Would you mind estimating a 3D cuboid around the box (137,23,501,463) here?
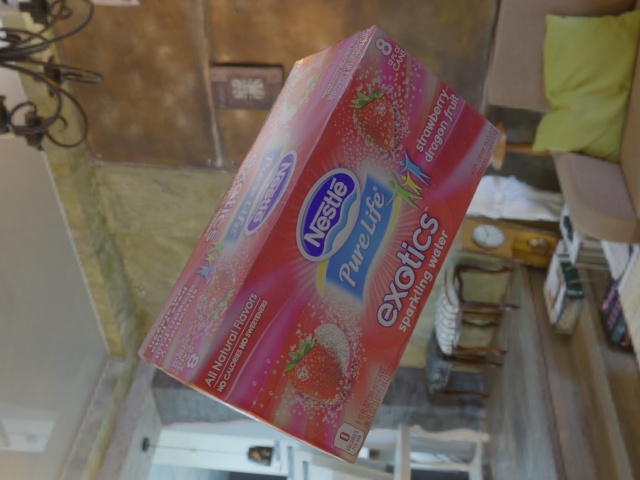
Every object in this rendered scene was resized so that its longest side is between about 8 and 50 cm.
[{"bbox_3d":[0.000,0.000,0.560,0.142,0.154,0.300,-1,59,62],"label":"box"}]
